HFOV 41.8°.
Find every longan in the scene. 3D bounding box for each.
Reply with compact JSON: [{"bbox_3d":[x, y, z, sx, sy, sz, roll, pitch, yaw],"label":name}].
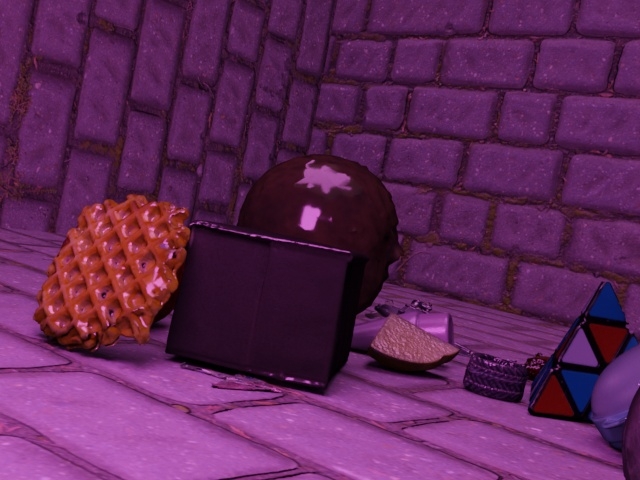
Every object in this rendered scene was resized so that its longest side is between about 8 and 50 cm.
[{"bbox_3d":[0.000,0.000,1.891,0.391,0.391,0.391,11,2,0],"label":"longan"}]

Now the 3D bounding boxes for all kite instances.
[{"bbox_3d":[-0.127,0.194,1.181,0.157,0.011,0.139,12,0,17],"label":"kite"}]

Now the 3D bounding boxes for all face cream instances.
[{"bbox_3d":[0.127,0.192,1.686,0.274,0.096,0.154,-2,2,16],"label":"face cream"}]

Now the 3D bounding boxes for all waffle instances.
[{"bbox_3d":[-0.301,0.043,1.208,0.245,0.254,0.052,4,-28,31],"label":"waffle"}]

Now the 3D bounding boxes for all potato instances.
[{"bbox_3d":[0.157,0.217,1.523,0.149,0.081,0.120,28,37,14],"label":"potato"}]

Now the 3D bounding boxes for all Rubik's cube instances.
[{"bbox_3d":[0.485,0.271,1.405,0.234,0.284,0.250,33,34,14],"label":"Rubik's cube"}]

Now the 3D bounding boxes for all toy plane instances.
[{"bbox_3d":[0.237,0.197,1.925,0.262,0.088,0.192,15,31,32],"label":"toy plane"}]

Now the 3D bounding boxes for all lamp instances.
[{"bbox_3d":[0.499,0.223,1.233,0.209,0.147,0.284,-31,-29,13],"label":"lamp"}]

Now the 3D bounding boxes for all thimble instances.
[{"bbox_3d":[0.305,0.237,1.462,0.104,0.066,0.095,14,4,9],"label":"thimble"}]

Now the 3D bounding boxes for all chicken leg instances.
[{"bbox_3d":[0.443,0.262,1.736,0.106,0.051,0.253,4,-2,43],"label":"chicken leg"}]

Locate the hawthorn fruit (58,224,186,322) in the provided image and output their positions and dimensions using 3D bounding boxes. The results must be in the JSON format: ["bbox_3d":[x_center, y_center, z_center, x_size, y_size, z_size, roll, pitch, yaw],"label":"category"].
[{"bbox_3d":[-0.339,0.028,1.513,0.230,0.210,0.266,-3,33,22],"label":"hawthorn fruit"}]

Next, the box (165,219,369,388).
[{"bbox_3d":[-0.069,0.094,1.358,0.251,0.204,0.345,12,0,9],"label":"box"}]

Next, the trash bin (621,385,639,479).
[{"bbox_3d":[0.433,0.205,0.741,0.301,0.252,0.203,19,0,-40],"label":"trash bin"}]
